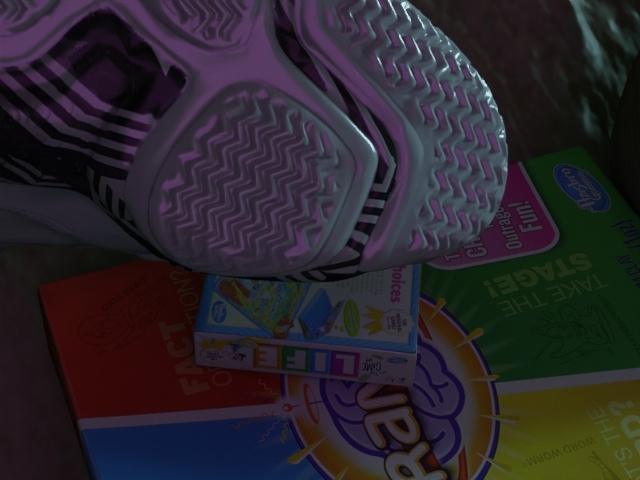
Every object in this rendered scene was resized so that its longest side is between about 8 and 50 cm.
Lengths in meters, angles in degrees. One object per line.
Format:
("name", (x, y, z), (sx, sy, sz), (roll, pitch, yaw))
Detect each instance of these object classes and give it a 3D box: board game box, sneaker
("board game box", (0.046, 0.086, 0.579), (0.316, 0.064, 0.242), (-15, 49, -16))
("board game box", (0.000, 0.000, 0.594), (0.103, 0.026, 0.154), (6, 47, 3))
("sneaker", (-0.112, -0.055, 0.540), (0.366, 0.210, 0.137), (8, 83, -12))

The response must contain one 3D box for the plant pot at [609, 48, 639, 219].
("plant pot", (0.246, -0.046, 0.673), (0.237, 0.110, 0.237), (13, 68, -34))
